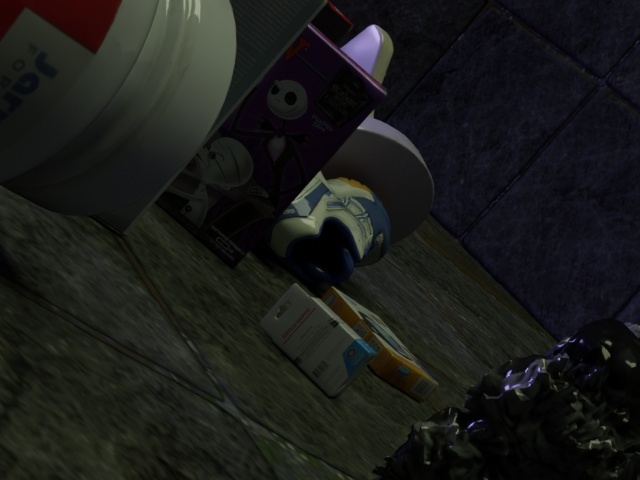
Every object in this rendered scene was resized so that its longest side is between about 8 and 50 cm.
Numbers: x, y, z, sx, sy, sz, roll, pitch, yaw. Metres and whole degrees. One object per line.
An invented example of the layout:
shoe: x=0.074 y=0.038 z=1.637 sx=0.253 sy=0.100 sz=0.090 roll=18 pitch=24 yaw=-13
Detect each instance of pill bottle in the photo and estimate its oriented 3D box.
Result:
pill bottle: x=-0.224 y=-0.160 z=0.780 sx=0.229 sy=0.229 sz=0.407 roll=46 pitch=9 yaw=37

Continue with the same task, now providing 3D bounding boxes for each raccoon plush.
raccoon plush: x=0.195 y=0.224 z=0.882 sx=0.299 sy=0.216 sz=0.446 roll=53 pitch=10 yaw=22

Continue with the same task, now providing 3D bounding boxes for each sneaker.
sneaker: x=0.000 y=0.000 z=1.678 sx=0.296 sy=0.112 sz=0.131 roll=27 pitch=33 yaw=-60

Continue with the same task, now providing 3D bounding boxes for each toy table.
toy table: x=0.000 y=-0.110 z=1.820 sx=0.274 sy=0.252 sz=0.161 roll=46 pitch=17 yaw=-55

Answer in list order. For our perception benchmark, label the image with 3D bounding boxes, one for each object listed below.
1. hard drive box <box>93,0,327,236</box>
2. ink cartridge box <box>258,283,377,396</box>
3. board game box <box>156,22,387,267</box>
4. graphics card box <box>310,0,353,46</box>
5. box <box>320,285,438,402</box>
hard drive box: x=-0.131 y=-0.149 z=1.218 sx=0.089 sy=0.232 sz=0.181 roll=37 pitch=9 yaw=-37
ink cartridge box: x=-0.003 y=0.078 z=1.273 sx=0.083 sy=0.048 sz=0.028 roll=44 pitch=7 yaw=15
board game box: x=-0.138 y=-0.165 z=1.395 sx=0.347 sy=0.208 sz=0.056 roll=40 pitch=7 yaw=-4
graphics card box: x=-0.170 y=-0.233 z=1.544 sx=0.371 sy=0.233 sz=0.094 roll=37 pitch=8 yaw=-37
box: x=0.051 y=0.096 z=1.563 sx=0.081 sy=0.028 sz=0.136 roll=35 pitch=11 yaw=-44
